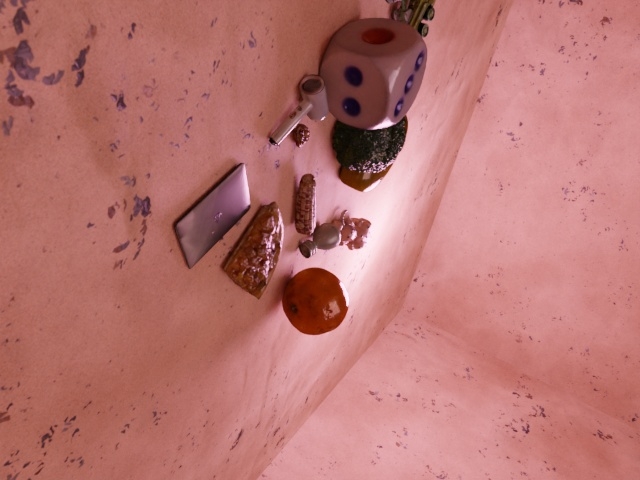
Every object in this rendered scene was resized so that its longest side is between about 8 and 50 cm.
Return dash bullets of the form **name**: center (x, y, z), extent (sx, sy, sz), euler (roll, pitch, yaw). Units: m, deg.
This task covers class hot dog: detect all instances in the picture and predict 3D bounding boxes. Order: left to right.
- **hot dog**: center (-0.059, -0.316, 1.615), extent (0.058, 0.035, 0.083), euler (-53, 157, -16)

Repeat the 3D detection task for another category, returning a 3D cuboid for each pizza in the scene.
- **pizza**: center (-0.178, 0.037, 1.695), extent (0.268, 0.087, 0.258), euler (-61, 162, -13)

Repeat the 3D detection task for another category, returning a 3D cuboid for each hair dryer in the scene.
- **hair dryer**: center (-0.063, -0.348, 1.529), extent (0.236, 0.073, 0.131), euler (-53, 158, -18)

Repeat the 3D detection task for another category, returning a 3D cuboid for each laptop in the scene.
- **laptop**: center (-0.278, -0.066, 1.420), extent (0.269, 0.015, 0.187), euler (-50, 156, -31)

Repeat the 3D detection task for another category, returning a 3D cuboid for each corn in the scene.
- **corn**: center (-0.049, -0.121, 1.815), extent (0.079, 0.080, 0.237), euler (-46, 153, -39)

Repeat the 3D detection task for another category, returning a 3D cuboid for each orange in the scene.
- **orange**: center (-0.019, 0.232, 2.050), extent (0.261, 0.261, 0.261), euler (-49, 155, -33)

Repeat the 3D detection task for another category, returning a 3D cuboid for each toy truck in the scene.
- **toy truck**: center (0.332, -0.831, 1.820), extent (0.135, 0.128, 0.259), euler (32, 85, -56)

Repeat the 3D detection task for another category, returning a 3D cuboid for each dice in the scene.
- **dice**: center (0.163, -0.510, 1.634), extent (0.259, 0.243, 0.251), euler (-52, 156, -36)

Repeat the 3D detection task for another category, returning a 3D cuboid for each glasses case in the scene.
- **glasses case**: center (0.223, -0.350, 2.095), extent (0.371, 0.141, 0.173), euler (-58, 159, -13)

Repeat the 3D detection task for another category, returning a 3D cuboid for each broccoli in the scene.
- **broccoli**: center (0.167, -0.363, 1.884), extent (0.269, 0.262, 0.241), euler (92, -7, -53)

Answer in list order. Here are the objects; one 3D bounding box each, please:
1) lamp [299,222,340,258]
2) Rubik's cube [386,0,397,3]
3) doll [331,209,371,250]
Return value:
- **lamp**: center (0.000, 0.000, 2.054), extent (0.193, 0.106, 0.106), euler (-30, 142, -40)
- **Rubik's cube**: center (0.222, -0.786, 1.616), extent (0.133, 0.133, 0.111), euler (77, 15, -59)
- **doll**: center (0.129, -0.040, 2.301), extent (0.278, 0.119, 0.154), euler (19, 96, -59)
